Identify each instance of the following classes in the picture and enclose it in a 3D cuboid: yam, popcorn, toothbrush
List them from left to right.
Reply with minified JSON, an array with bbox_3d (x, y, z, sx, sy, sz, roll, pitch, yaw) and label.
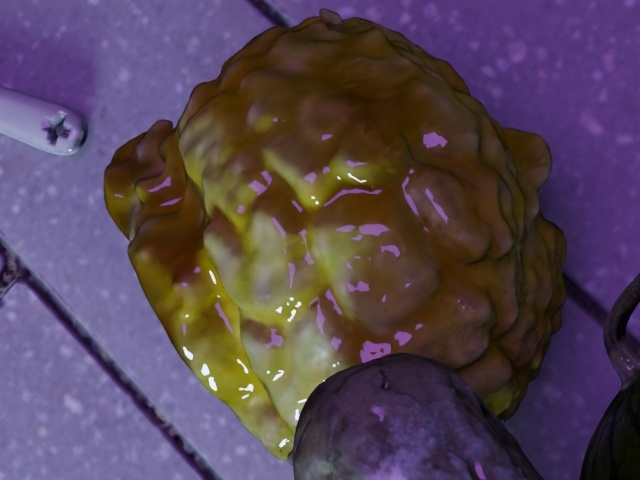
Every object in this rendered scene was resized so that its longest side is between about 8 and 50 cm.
[{"bbox_3d":[-0.316,-0.126,1.075,0.386,0.040,0.040,20,87,22],"label":"toothbrush"},{"bbox_3d":[0.000,0.000,0.849,0.251,0.206,0.237,-1,96,29],"label":"popcorn"},{"bbox_3d":[0.093,0.196,0.688,0.133,0.133,0.330,-32,80,12],"label":"yam"}]

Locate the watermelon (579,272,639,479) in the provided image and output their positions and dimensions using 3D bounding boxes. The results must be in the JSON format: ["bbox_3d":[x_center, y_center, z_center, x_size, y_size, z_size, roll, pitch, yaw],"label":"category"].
[{"bbox_3d":[0.204,0.117,0.748,0.214,0.188,0.188,40,95,3],"label":"watermelon"}]
